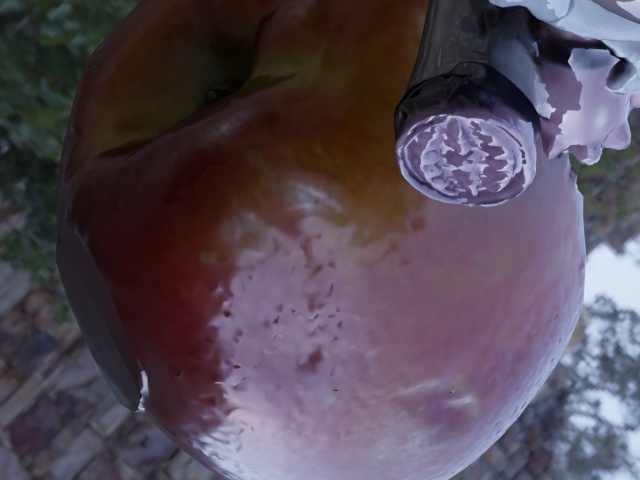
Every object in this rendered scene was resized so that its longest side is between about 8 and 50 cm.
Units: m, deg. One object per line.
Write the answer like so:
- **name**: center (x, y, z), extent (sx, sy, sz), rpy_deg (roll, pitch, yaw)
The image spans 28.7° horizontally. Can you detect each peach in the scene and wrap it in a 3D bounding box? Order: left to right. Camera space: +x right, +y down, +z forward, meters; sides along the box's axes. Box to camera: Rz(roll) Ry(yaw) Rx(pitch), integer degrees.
- **peach**: center (-0.016, -0.002, 0.845), extent (0.310, 0.335, 0.406), rpy_deg (-33, 135, -21)

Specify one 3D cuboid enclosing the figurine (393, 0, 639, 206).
- **figurine**: center (0.128, -0.170, 0.496), extent (0.253, 0.211, 0.361), rpy_deg (-41, 169, -19)
